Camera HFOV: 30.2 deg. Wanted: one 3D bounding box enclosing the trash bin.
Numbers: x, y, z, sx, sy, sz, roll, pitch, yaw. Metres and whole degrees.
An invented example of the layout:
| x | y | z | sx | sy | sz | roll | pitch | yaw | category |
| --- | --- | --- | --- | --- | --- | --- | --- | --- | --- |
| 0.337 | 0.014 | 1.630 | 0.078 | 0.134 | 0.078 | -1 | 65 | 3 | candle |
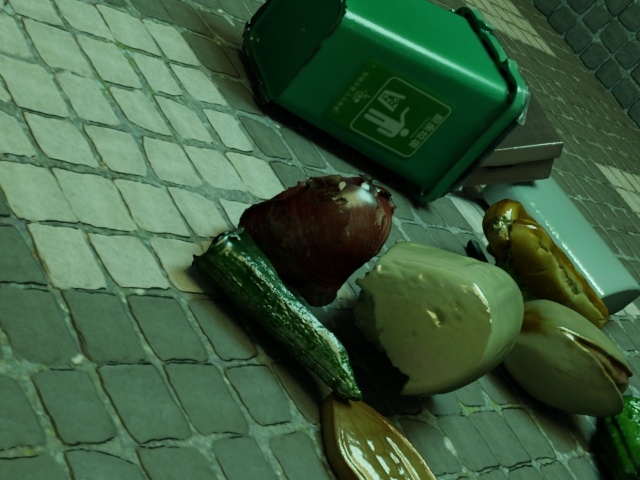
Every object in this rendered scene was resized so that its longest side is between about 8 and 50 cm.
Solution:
| x | y | z | sx | sy | sz | roll | pitch | yaw | category |
| --- | --- | --- | --- | --- | --- | --- | --- | --- | --- |
| 0.095 | -0.269 | 1.799 | 0.381 | 0.259 | 0.295 | 22 | 32 | -36 | trash bin |

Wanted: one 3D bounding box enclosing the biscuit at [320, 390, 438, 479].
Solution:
| x | y | z | sx | sy | sz | roll | pitch | yaw | category |
| --- | --- | --- | --- | --- | --- | --- | --- | --- | --- |
| 0.074 | 0.245 | 1.210 | 0.142 | 0.029 | 0.220 | 11 | 41 | -52 | biscuit |

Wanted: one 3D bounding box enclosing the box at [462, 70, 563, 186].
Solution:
| x | y | z | sx | sy | sz | roll | pitch | yaw | category |
| --- | --- | --- | --- | --- | --- | --- | --- | --- | --- |
| 0.278 | -0.191 | 2.039 | 0.215 | 0.086 | 0.215 | -7 | 45 | -13 | box |

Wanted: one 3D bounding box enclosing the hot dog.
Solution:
| x | y | z | sx | sy | sz | roll | pitch | yaw | category |
| --- | --- | --- | --- | --- | --- | --- | --- | --- | --- |
| 0.331 | 0.049 | 1.813 | 0.337 | 0.100 | 0.135 | 42 | 11 | -45 | hot dog |

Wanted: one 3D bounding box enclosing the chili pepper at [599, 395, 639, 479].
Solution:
| x | y | z | sx | sy | sz | roll | pitch | yaw | category |
| --- | --- | --- | --- | --- | --- | --- | --- | --- | --- |
| 0.437 | 0.285 | 1.669 | 0.099 | 0.083 | 0.253 | 44 | 19 | -5 | chili pepper |

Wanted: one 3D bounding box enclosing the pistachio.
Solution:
| x | y | z | sx | sy | sz | roll | pitch | yaw | category |
| --- | --- | --- | --- | --- | --- | --- | --- | --- | --- |
| 0.335 | 0.163 | 1.628 | 0.215 | 0.144 | 0.144 | 29 | 27 | -15 | pistachio |

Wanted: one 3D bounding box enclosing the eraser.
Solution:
| x | y | z | sx | sy | sz | roll | pitch | yaw | category |
| --- | --- | --- | --- | --- | --- | --- | --- | --- | --- |
| 0.419 | -0.001 | 2.064 | 0.189 | 0.104 | 0.290 | 3 | 48 | -56 | eraser |

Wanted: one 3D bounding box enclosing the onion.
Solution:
| x | y | z | sx | sy | sz | roll | pitch | yaw | category |
| --- | --- | --- | --- | --- | --- | --- | --- | --- | --- |
| 0.000 | 0.000 | 1.336 | 0.184 | 0.184 | 0.147 | -18 | 97 | -64 | onion |

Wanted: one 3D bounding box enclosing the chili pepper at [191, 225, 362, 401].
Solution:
| x | y | z | sx | sy | sz | roll | pitch | yaw | category |
| --- | --- | --- | --- | --- | --- | --- | --- | --- | --- |
| -0.037 | 0.085 | 1.243 | 0.227 | 0.059 | 0.088 | 47 | 24 | 9 | chili pepper |

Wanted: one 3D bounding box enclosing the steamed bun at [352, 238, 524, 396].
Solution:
| x | y | z | sx | sy | sz | roll | pitch | yaw | category |
| --- | --- | --- | --- | --- | --- | --- | --- | --- | --- |
| 0.116 | 0.096 | 1.356 | 0.200 | 0.170 | 0.225 | 22 | 8 | 19 | steamed bun |

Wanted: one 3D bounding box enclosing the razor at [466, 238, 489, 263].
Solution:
| x | y | z | sx | sy | sz | roll | pitch | yaw | category |
| --- | --- | --- | --- | --- | --- | --- | --- | --- | --- |
| 0.258 | 0.061 | 1.796 | 0.066 | 0.033 | 0.190 | 30 | 27 | -31 | razor |
